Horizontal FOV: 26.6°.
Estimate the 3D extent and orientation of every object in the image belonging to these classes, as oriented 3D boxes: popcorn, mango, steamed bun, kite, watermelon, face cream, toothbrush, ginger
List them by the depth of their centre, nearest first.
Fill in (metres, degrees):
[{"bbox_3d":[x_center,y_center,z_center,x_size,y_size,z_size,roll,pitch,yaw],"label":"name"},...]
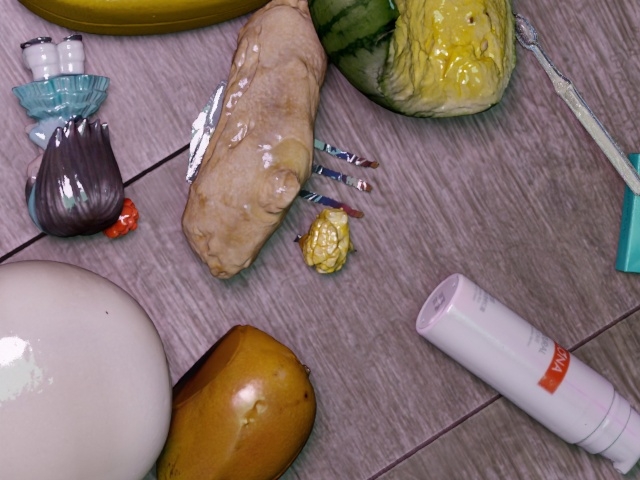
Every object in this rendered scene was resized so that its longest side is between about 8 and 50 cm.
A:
[{"bbox_3d":[-0.321,0.183,1.549,0.324,0.206,0.324,-10,113,-25],"label":"steamed bun"},{"bbox_3d":[0.086,-0.298,1.623,0.189,0.331,0.331,-14,99,28],"label":"watermelon"},{"bbox_3d":[-0.071,-0.125,1.635,0.126,0.190,0.354,18,79,-29],"label":"ginger"},{"bbox_3d":[-0.104,0.235,1.675,0.236,0.136,0.166,-45,105,0],"label":"mango"},{"bbox_3d":[0.000,0.000,1.715,0.084,0.084,0.084,-1,95,-12],"label":"popcorn"},{"bbox_3d":[-0.047,-0.103,1.720,0.245,0.015,0.141,19,93,-12],"label":"kite"},{"bbox_3d":[0.286,0.177,1.768,0.345,0.102,0.102,35,87,-12],"label":"face cream"},{"bbox_3d":[0.337,-0.177,1.775,0.026,0.028,0.294,-37,96,1],"label":"toothbrush"}]

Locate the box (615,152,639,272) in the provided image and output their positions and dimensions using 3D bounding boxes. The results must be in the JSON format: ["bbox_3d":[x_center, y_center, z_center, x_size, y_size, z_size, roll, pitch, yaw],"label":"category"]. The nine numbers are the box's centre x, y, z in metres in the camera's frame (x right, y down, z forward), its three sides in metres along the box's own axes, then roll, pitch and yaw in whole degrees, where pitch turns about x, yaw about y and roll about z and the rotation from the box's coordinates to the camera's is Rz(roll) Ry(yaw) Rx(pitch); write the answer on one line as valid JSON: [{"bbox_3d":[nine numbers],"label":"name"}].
[{"bbox_3d":[0.518,-0.027,1.830,0.226,0.042,0.161,6,94,-11],"label":"box"}]

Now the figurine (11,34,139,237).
[{"bbox_3d":[-0.294,-0.121,1.624,0.138,0.110,0.246,-8,90,-29],"label":"figurine"}]

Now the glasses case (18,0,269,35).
[{"bbox_3d":[-0.190,-0.338,1.608,0.371,0.141,0.173,-9,82,-11],"label":"glasses case"}]
